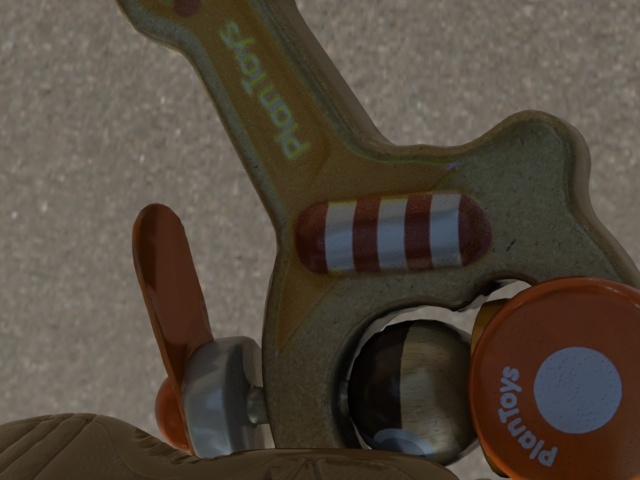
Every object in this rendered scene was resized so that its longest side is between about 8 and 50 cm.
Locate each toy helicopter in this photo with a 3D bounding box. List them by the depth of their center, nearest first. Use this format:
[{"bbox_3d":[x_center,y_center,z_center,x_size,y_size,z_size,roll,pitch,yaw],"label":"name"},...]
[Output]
[{"bbox_3d":[0.000,0.000,0.652,0.235,0.355,0.140,-35,165,18],"label":"toy helicopter"}]

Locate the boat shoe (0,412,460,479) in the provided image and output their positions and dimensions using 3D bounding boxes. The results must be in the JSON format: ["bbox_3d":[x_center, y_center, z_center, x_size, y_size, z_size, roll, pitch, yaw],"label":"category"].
[{"bbox_3d":[-0.060,0.125,0.518,0.277,0.098,0.096,1,121,41],"label":"boat shoe"}]
